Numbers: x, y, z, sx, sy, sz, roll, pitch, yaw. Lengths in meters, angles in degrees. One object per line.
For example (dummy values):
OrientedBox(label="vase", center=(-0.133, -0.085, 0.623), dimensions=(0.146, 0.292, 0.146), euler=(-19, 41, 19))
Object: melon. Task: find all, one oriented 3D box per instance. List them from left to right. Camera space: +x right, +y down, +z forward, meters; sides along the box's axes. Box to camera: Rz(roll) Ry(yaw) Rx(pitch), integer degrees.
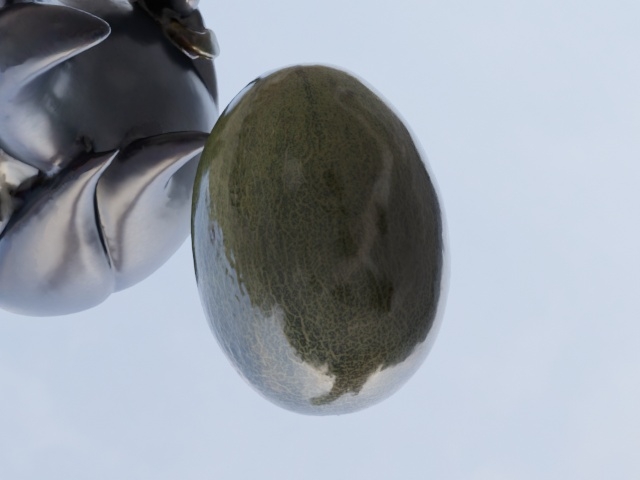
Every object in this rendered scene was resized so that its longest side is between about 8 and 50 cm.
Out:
OrientedBox(label="melon", center=(0.000, 0.000, 0.651), dimensions=(0.098, 0.098, 0.131), euler=(-5, -87, -33))

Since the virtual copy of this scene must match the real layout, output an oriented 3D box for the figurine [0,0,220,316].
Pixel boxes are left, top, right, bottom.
OrientedBox(label="figurine", center=(-0.147, -0.079, 0.838), dimensions=(0.197, 0.265, 0.175), euler=(-3, -122, -1))
